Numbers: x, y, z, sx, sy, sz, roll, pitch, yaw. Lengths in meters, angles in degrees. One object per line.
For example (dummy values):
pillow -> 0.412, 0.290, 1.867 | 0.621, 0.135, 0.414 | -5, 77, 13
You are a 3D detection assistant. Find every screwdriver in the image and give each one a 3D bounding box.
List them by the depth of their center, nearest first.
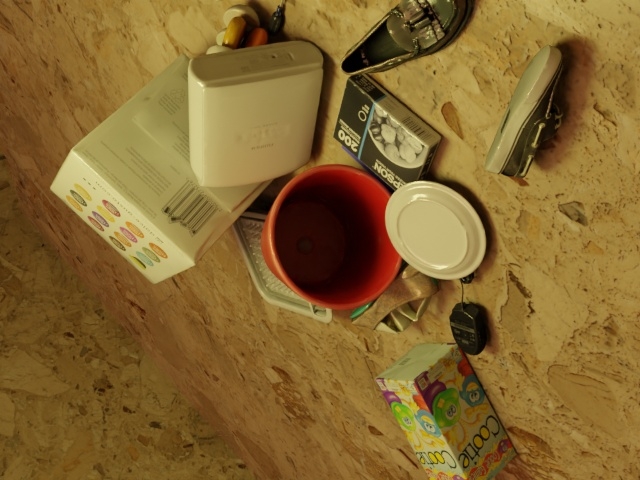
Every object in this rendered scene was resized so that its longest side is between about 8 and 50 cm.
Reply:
screwdriver -> -0.074, -0.450, 1.418 | 0.025, 0.024, 0.170 | 23, 143, 2

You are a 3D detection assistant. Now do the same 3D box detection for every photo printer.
photo printer -> -0.132, -0.230, 1.488 | 0.307, 0.256, 0.107 | 102, 148, -51

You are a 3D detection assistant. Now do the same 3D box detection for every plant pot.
plant pot -> 0.000, 0.000, 1.518 | 0.274, 0.275, 0.243 | 60, 163, -6

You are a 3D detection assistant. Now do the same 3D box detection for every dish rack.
dish rack -> -0.082, 0.044, 1.860 | 0.333, 0.072, 0.285 | 10, 128, 52

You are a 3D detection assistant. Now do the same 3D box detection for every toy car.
toy car -> -0.154, -0.364, 1.518 | 0.136, 0.159, 0.182 | 23, 155, -10

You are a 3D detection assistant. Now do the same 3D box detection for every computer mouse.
computer mouse -> 0.276, 0.108, 1.432 | 0.071, 0.041, 0.241 | 19, 127, 50

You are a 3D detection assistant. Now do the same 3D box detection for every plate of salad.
plate of salad -> 0.208, -0.020, 1.364 | 0.200, 0.048, 0.199 | 21, 130, 27

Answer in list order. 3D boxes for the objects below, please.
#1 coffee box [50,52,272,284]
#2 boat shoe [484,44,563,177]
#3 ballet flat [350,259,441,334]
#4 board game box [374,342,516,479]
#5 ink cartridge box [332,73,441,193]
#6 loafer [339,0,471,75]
coffee box -> -0.347, -0.148, 1.721 | 0.337, 0.338, 0.334 | 45, 154, -13
boat shoe -> 0.304, -0.177, 1.078 | 0.070, 0.077, 0.219 | 16, 139, 0
ballet flat -> 0.154, 0.135, 1.568 | 0.106, 0.107, 0.316 | 45, 151, 6
board game box -> 0.262, 0.368, 1.587 | 0.142, 0.144, 0.275 | -14, 107, 59
ink cartridge box -> 0.111, -0.171, 1.390 | 0.206, 0.045, 0.208 | 44, 149, 21
loafer -> 0.126, -0.316, 1.184 | 0.096, 0.084, 0.268 | 60, 151, -6
